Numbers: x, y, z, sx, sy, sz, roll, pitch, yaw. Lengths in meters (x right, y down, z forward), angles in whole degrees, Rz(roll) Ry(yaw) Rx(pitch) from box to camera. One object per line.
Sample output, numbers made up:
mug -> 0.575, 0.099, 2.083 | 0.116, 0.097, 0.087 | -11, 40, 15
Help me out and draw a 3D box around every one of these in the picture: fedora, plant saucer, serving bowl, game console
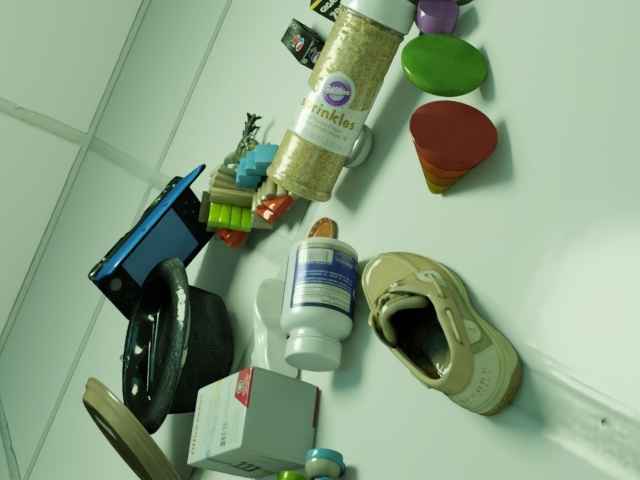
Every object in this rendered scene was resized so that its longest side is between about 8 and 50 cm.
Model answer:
fedora -> -0.262, 0.206, 1.620 | 0.334, 0.153, 0.334 | -31, 52, 51
plant saucer -> -0.351, 0.370, 1.563 | 0.041, 0.278, 0.278 | -38, 19, -24
plant saucer -> 0.000, 0.000, 1.469 | 0.083, 0.013, 0.083 | -39, 39, 41
serving bowl -> 0.064, -0.160, 1.458 | 0.083, 0.027, 0.083 | -38, 41, 42
game console -> -0.312, 0.013, 1.733 | 0.173, 0.250, 0.293 | 18, 61, 41

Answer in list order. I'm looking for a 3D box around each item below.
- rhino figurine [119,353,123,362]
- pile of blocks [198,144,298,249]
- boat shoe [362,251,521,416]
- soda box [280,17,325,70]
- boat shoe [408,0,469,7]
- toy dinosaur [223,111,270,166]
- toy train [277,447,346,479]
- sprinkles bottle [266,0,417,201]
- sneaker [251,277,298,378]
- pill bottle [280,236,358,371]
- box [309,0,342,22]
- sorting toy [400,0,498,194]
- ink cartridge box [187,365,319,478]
rhino figurine -> -0.384, 0.286, 1.865 | 0.106, 0.073, 0.243 | -62, 30, 17
pile of blocks -> -0.127, -0.079, 1.603 | 0.362, 0.149, 0.112 | -36, 41, 43
boat shoe -> 0.124, 0.092, 1.086 | 0.121, 0.110, 0.341 | -62, 29, 10
soda box -> -0.029, -0.406, 1.769 | 0.060, 0.053, 0.169 | -58, 29, 18
boat shoe -> 0.148, -0.446, 1.438 | 0.307, 0.104, 0.110 | 2, 72, 61
toy dinosaur -> -0.159, -0.208, 1.850 | 0.268, 0.064, 0.118 | -4, 73, 63
toy train -> -0.054, 0.393, 1.200 | 0.248, 0.105, 0.143 | -39, 29, 42
sprinkles bottle -> 0.033, -0.243, 1.397 | 0.355, 0.121, 0.121 | -65, 28, 14
sneaker -> -0.090, 0.166, 1.450 | 0.094, 0.080, 0.212 | 125, 150, -45
pill bottle -> -0.003, 0.100, 1.300 | 0.112, 0.112, 0.186 | -30, 46, 49
box -> 0.092, -0.636, 1.703 | 0.257, 0.079, 0.322 | -28, 47, 47
sorting toy -> 0.174, -0.206, 1.262 | 0.126, 0.127, 0.365 | 99, 174, -50
ink cartridge box -> -0.107, 0.289, 1.324 | 0.176, 0.127, 0.128 | -29, 47, 49
